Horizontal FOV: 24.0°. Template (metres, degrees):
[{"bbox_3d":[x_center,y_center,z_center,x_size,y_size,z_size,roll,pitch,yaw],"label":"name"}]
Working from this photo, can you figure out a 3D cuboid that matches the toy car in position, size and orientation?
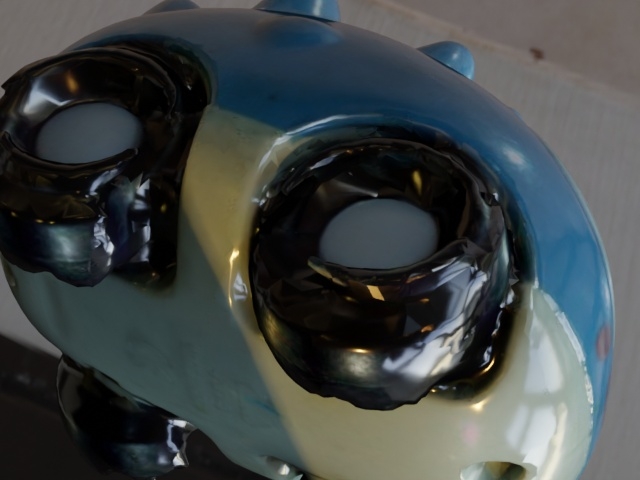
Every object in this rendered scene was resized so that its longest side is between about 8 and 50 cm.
[{"bbox_3d":[0.000,0.000,0.572,0.255,0.190,0.188,21,144,25],"label":"toy car"}]
